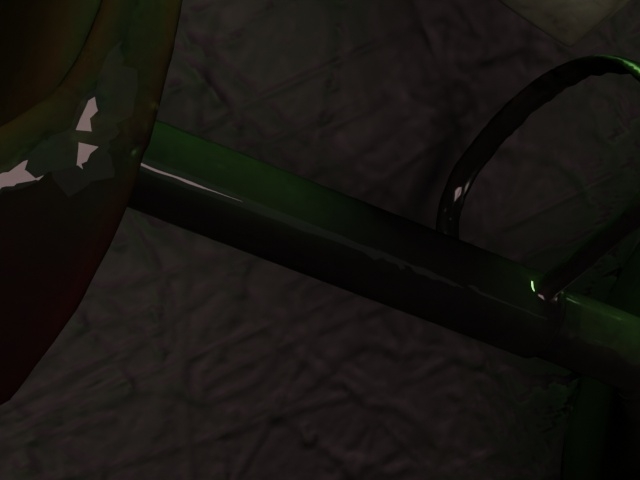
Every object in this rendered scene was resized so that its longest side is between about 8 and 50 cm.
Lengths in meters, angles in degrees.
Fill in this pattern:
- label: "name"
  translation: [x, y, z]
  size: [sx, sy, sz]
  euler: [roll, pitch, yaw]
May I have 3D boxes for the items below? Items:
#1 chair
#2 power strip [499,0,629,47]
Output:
- label: "chair"
  translation: [0.000, 0.000, 0.640]
  size: [0.401, 0.226, 0.226]
  euler: [19, 94, -22]
- label: "power strip"
  translation: [0.100, -0.170, 0.661]
  size: [0.078, 0.272, 0.052]
  euler: [34, 132, -13]
